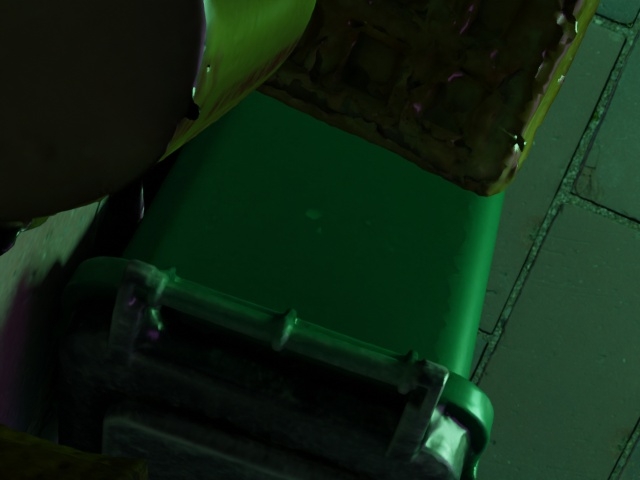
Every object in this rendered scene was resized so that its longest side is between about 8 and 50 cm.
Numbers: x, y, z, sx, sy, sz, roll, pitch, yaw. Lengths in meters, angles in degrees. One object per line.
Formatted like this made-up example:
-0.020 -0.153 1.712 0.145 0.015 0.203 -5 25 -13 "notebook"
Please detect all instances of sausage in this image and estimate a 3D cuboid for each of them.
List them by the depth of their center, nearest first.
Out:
-0.057 -0.092 0.524 0.317 0.117 0.125 -50 123 -72 "sausage"

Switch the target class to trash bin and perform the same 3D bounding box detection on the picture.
0.000 0.000 0.959 0.295 0.259 0.381 106 3 -57 "trash bin"

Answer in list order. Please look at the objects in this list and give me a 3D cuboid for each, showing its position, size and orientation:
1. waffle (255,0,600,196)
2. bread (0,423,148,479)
0.055 -0.200 0.711 0.091 0.213 0.308 -44 158 -73 "waffle"
-0.163 0.177 0.579 0.247 0.135 0.232 -12 126 -84 "bread"
